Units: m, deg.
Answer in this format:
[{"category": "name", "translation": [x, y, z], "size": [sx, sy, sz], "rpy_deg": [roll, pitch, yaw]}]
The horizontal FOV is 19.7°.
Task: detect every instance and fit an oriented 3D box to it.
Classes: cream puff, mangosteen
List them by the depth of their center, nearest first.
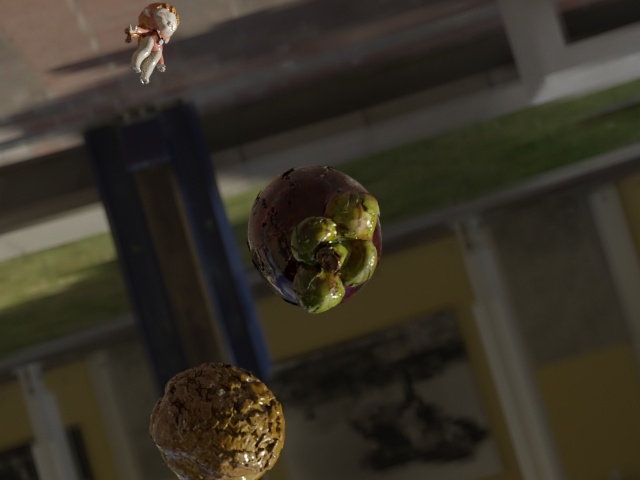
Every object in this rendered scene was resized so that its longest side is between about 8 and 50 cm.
[{"category": "cream puff", "translation": [-0.110, 0.192, 1.978], "size": [0.150, 0.115, 0.165], "rpy_deg": [-4, -156, -40]}, {"category": "mangosteen", "translation": [0.000, 0.000, 2.097], "size": [0.166, 0.166, 0.180], "rpy_deg": [-15, -160, -14]}]

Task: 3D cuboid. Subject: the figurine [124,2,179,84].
[{"category": "figurine", "translation": [-0.179, -0.205, 1.904], "size": [0.047, 0.064, 0.109], "rpy_deg": [-15, -141, 26]}]
